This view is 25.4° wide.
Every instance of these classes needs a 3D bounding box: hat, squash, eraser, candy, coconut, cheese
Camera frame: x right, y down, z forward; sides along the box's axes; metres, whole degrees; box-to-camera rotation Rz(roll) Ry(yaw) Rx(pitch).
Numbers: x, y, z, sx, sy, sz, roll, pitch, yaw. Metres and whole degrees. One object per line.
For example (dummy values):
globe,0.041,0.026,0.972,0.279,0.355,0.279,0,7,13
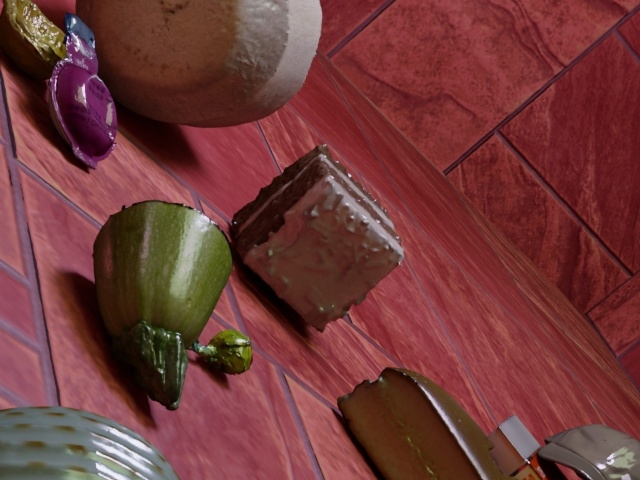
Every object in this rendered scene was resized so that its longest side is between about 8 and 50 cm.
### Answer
hat,0.358,0.280,1.738,0.166,0.144,0.173,51,-13,14
squash,-0.118,0.053,0.983,0.105,0.105,0.132,43,31,-29
eraser,0.287,0.317,1.728,0.230,0.038,0.157,51,11,11
candy,-0.095,0.080,1.090,0.035,0.035,0.123,18,0,37
coconut,-0.120,-0.235,1.492,0.237,0.237,0.266,51,11,8
cheese,-0.206,-0.130,1.232,0.095,0.038,0.145,41,37,-56

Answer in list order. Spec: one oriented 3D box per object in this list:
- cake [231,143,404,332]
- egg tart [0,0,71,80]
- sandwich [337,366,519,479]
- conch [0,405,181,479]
cake,0.000,0.000,1.427,0.134,0.135,0.147,43,8,-25
egg tart,-0.258,-0.178,1.275,0.105,0.039,0.105,46,12,-13
sandwich,0.120,0.219,1.284,0.244,0.090,0.088,55,15,24
conch,-0.114,0.157,0.507,0.200,0.131,0.172,-54,132,-50
